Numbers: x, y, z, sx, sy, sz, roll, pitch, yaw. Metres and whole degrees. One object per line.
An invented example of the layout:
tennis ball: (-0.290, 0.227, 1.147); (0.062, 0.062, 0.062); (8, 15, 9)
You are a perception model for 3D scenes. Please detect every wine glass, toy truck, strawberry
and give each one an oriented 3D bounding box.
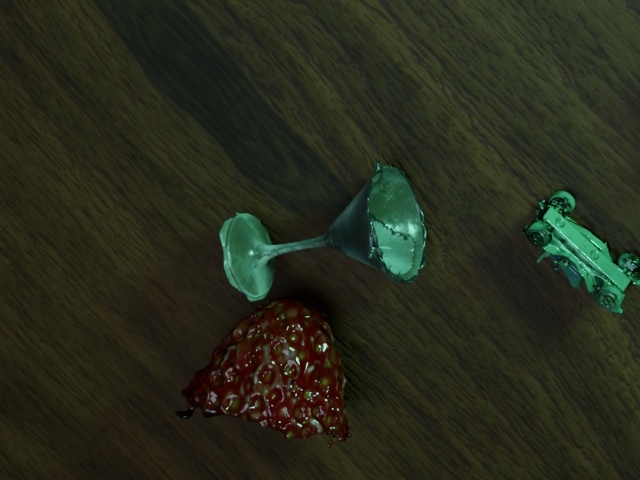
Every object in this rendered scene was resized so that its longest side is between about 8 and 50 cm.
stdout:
wine glass: (0.000, 0.000, 1.627); (0.232, 0.156, 0.156); (-11, 108, 29)
toy truck: (0.306, 0.023, 1.557); (0.154, 0.080, 0.078); (42, 142, -1)
strawberry: (-0.062, 0.160, 1.710); (0.234, 0.234, 0.178); (11, 91, 16)
